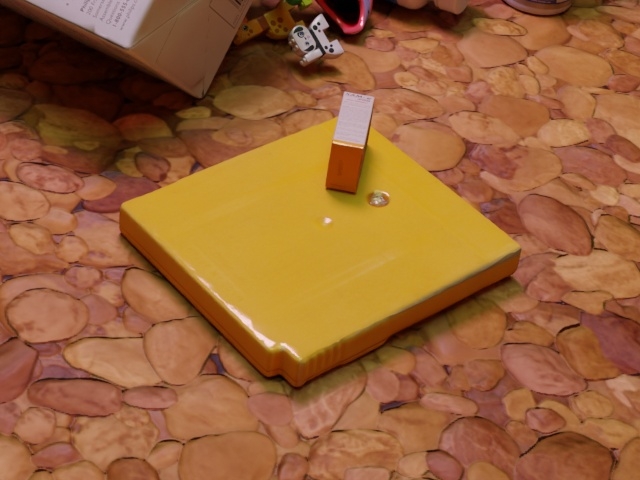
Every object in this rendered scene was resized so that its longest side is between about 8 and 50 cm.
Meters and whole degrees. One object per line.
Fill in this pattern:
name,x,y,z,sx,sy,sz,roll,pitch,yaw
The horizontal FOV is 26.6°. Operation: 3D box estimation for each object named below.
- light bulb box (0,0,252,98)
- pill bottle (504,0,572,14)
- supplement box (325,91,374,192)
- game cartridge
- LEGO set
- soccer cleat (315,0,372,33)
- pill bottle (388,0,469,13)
light bulb box,-0.245,-0.411,1.576,0.361,0.358,0.225,27,-1,19
pill bottle,0.315,-0.416,1.858,0.112,0.186,0.112,6,40,-5
supplement box,0.032,-0.107,1.456,0.036,0.062,0.098,10,41,2
game cartridge,0.000,0.000,1.414,0.324,0.052,0.285,-25,51,-32
LEGO set,-0.077,-0.302,1.704,0.093,0.087,0.227,-30,88,-23
soccer cleat,-0.008,-0.373,1.722,0.083,0.248,0.095,-25,34,18
pill bottle,0.101,-0.386,1.827,0.221,0.124,0.124,23,41,17
